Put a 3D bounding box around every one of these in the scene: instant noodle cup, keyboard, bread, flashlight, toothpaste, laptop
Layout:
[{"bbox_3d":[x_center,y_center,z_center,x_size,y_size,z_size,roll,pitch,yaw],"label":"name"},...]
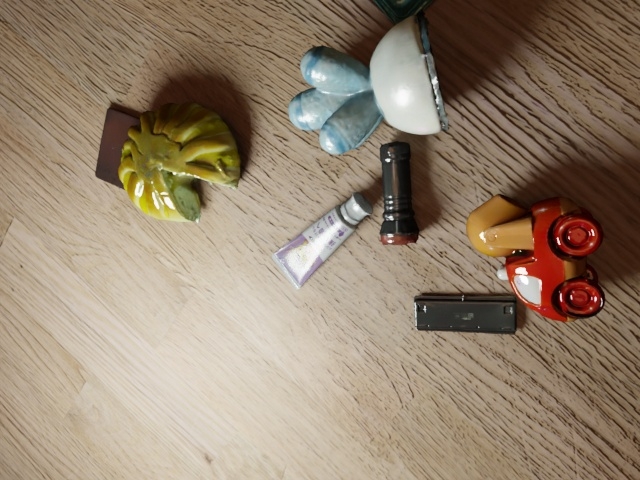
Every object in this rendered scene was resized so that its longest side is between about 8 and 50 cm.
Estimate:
[{"bbox_3d":[0.172,-0.571,0.898,0.157,0.070,0.179,-40,87,21],"label":"instant noodle cup"},{"bbox_3d":[0.336,0.170,0.994,0.230,0.025,0.094,-1,101,18],"label":"keyboard"},{"bbox_3d":[-0.373,-0.201,1.082,0.332,0.160,0.334,2,98,17],"label":"bread"},{"bbox_3d":[0.174,-0.107,0.972,0.092,0.093,0.232,-3,93,18],"label":"flashlight"},{"bbox_3d":[0.000,0.000,1.053,0.299,0.073,0.114,-42,85,27],"label":"toothpaste"},{"bbox_3d":[-0.559,-0.254,1.204,0.153,0.026,0.207,22,104,15],"label":"laptop"}]

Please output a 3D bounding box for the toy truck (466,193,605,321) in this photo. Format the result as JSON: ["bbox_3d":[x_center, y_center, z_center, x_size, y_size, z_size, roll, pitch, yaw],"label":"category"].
[{"bbox_3d":[0.428,0.031,0.865,0.238,0.189,0.265,-5,98,28],"label":"toy truck"}]

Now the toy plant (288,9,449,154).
[{"bbox_3d":[0.084,-0.303,0.893,0.331,0.247,0.248,-12,96,21],"label":"toy plant"}]
